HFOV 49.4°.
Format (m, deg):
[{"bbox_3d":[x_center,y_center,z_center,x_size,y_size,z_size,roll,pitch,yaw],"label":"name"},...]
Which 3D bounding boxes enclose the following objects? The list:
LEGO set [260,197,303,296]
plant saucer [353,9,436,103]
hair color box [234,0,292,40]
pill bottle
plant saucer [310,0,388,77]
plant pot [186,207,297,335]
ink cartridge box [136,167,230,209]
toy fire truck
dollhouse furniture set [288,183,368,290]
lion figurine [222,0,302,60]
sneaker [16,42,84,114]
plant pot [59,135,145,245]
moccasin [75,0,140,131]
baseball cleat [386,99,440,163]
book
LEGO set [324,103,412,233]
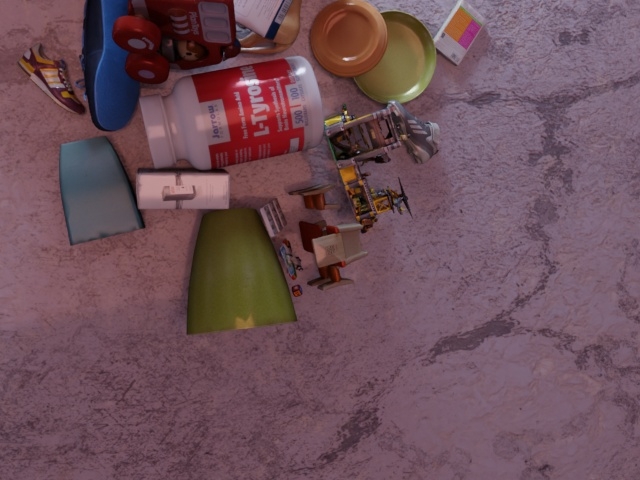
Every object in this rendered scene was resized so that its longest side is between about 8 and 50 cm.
[{"bbox_3d":[-0.102,0.022,1.777,0.060,0.182,0.244,-20,98,11],"label":"LEGO set"},{"bbox_3d":[0.187,-0.481,1.840,0.241,0.037,0.240,-2,99,-14],"label":"plant saucer"},{"bbox_3d":[-0.228,-0.616,1.581,0.347,0.105,0.173,30,103,1],"label":"hair color box"},{"bbox_3d":[-0.214,-0.297,1.674,0.408,0.229,0.229,-14,102,-11],"label":"pill bottle"},{"bbox_3d":[0.072,-0.518,1.773,0.200,0.037,0.199,0,93,7],"label":"plant saucer"},{"bbox_3d":[-0.212,0.074,1.739,0.275,0.275,0.293,-6,84,-12],"label":"plant pot"},{"bbox_3d":[-0.338,-0.128,1.707,0.218,0.158,0.092,1,100,-13],"label":"ink cartridge box"},{"bbox_3d":[-0.309,-0.467,1.555,0.254,0.302,0.169,6,73,-1],"label":"toy fire truck"},{"bbox_3d":[0.000,0.000,1.757,0.135,0.259,0.261,-15,101,-20],"label":"dollhouse furniture set"},{"bbox_3d":[-0.090,-0.607,1.720,0.240,0.142,0.392,11,110,-22],"label":"lion figurine"},{"bbox_3d":[-0.620,-0.380,1.647,0.185,0.069,0.084,43,93,-17],"label":"sneaker"},{"bbox_3d":[-0.532,-0.122,1.668,0.166,0.166,0.234,-14,94,-11],"label":"plant pot"},{"bbox_3d":[-0.500,-0.424,1.646,0.138,0.117,0.341,8,84,-50],"label":"moccasin"},{"bbox_3d":[0.252,-0.308,1.866,0.109,0.072,0.206,-39,121,-11],"label":"baseball cleat"},{"bbox_3d":[0.372,-0.558,1.875,0.096,0.035,0.144,33,90,-19],"label":"book"},{"bbox_3d":[0.141,-0.203,1.762,0.192,0.255,0.331,-19,94,5],"label":"LEGO set"}]
